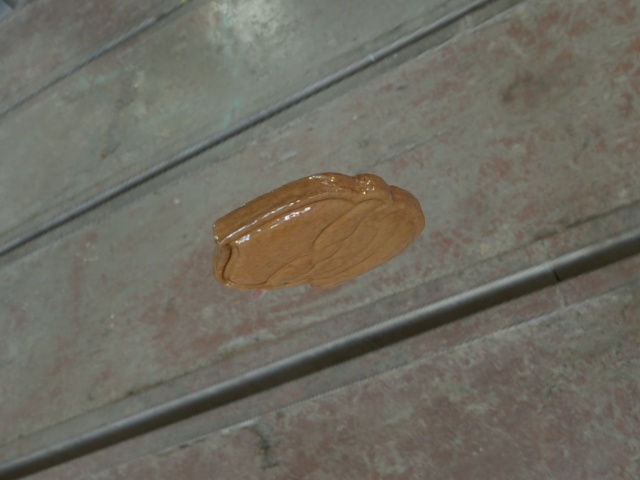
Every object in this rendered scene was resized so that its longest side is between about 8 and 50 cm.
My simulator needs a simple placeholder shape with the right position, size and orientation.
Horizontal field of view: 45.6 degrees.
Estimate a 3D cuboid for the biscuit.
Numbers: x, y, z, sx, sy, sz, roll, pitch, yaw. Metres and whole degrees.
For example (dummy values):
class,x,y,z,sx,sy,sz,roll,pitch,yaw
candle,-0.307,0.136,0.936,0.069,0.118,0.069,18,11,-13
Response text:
class,x,y,z,sx,sy,sz,roll,pitch,yaw
biscuit,0.000,0.000,0.395,0.102,0.130,0.019,-35,63,30
